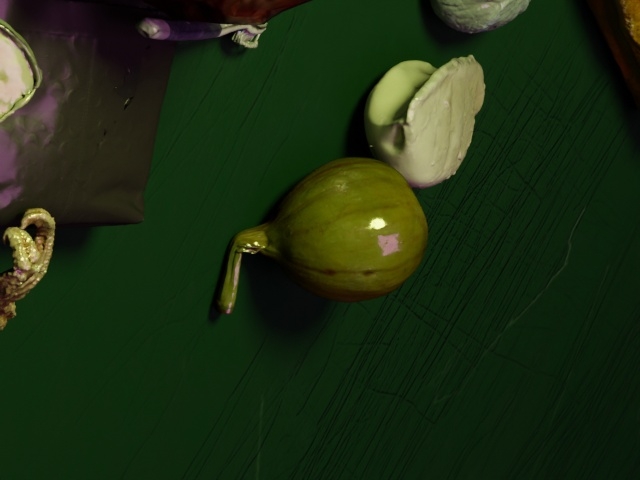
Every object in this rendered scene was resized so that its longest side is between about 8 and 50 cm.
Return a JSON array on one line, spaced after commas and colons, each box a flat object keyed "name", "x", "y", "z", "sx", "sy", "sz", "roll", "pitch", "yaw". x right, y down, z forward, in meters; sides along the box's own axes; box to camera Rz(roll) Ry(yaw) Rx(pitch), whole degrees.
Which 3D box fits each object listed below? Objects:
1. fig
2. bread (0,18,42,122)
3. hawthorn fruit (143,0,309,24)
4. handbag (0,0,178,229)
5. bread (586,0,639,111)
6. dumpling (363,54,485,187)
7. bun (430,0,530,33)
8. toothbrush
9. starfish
[{"name": "fig", "x": 0.004, "y": -0.010, "z": 1.812, "sx": 0.142, "sy": 0.186, "sz": 0.148, "roll": -92, "pitch": -165, "yaw": -45}, {"name": "bread", "x": -0.311, "y": -0.087, "z": 1.333, "sx": 0.232, "sy": 0.064, "sz": 0.172, "roll": -2, "pitch": 105, "yaw": -28}, {"name": "hawthorn fruit", "x": -0.071, "y": -0.306, "z": 1.388, "sx": 0.295, "sy": 0.295, "sz": 0.311, "roll": -24, "pitch": 124, "yaw": -43}, {"name": "handbag", "x": -0.205, "y": -0.116, "z": 1.490, "sx": 0.247, "sy": 0.080, "sz": 0.223, "roll": -2, "pitch": 112, "yaw": -53}, {"name": "bread", "x": 0.395, "y": -0.284, "z": 2.153, "sx": 0.185, "sy": 0.109, "sz": 0.380, "roll": -55, "pitch": 142, "yaw": -13}, {"name": "dumpling", "x": 0.105, "y": -0.126, "z": 1.879, "sx": 0.150, "sy": 0.092, "sz": 0.176, "roll": -55, "pitch": 144, "yaw": -13}, {"name": "bun", "x": 0.170, "y": -0.268, "z": 1.888, "sx": 0.141, "sy": 0.083, "sz": 0.140, "roll": -32, "pitch": 136, "yaw": -37}, {"name": "toothbrush", "x": -0.096, "y": -0.172, "z": 1.563, "sx": 0.026, "sy": 0.024, "sz": 0.288, "roll": -63, "pitch": 170, "yaw": 12}, {"name": "starfish", "x": -0.270, "y": 0.060, "z": 1.479, "sx": 0.210, "sy": 0.053, "sz": 0.150, "roll": -43, "pitch": 163, "yaw": 18}]
